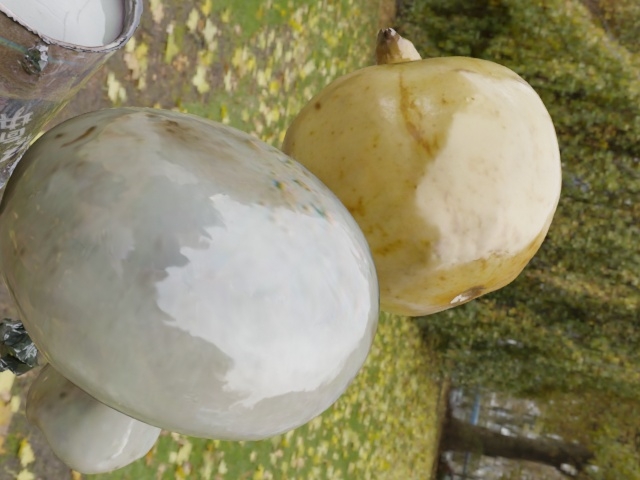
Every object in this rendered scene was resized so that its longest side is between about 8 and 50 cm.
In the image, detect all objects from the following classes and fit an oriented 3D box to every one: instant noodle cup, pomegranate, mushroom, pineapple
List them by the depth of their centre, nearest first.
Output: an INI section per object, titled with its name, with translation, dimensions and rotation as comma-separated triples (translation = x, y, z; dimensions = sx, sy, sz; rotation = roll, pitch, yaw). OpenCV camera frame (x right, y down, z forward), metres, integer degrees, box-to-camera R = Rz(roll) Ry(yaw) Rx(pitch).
[mushroom]
translation = -0.091, 0.043, 0.488
dimensions = 0.243, 0.244, 0.243
rotation = 12, 90, -81
[instant noodle cup]
translation = -0.271, -0.170, 0.613
dimensions = 0.217, 0.207, 0.217
rotation = 34, 41, -36
[pomegranate]
translation = 0.117, -0.085, 0.919
dimensions = 0.342, 0.342, 0.342
rotation = 12, 90, -81
[pineapple]
translation = -0.382, 0.092, 1.119
dimensions = 0.119, 0.111, 0.237
rotation = -34, -161, 47
